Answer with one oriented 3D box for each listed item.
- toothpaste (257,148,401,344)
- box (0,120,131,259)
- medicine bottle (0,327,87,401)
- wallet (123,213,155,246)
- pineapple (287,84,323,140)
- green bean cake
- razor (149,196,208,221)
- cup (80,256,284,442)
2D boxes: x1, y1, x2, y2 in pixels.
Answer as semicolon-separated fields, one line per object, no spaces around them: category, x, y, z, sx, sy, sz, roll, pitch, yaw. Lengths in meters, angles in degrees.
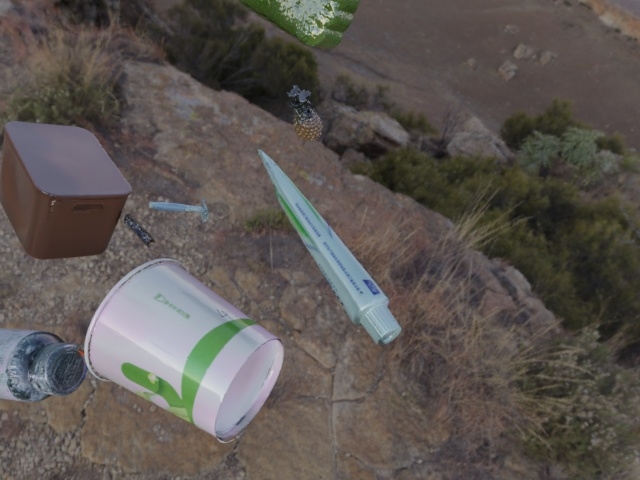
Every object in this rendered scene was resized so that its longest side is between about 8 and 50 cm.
toothpaste;0.000;0.000;0.631;0.048;0.075;0.297;-31;58;-7
box;-0.719;-0.135;1.433;0.239;0.229;0.339;-5;43;-48
medicine bottle;-0.623;0.253;1.067;0.293;0.141;0.141;-2;31;23
wallet;-0.553;-0.034;1.579;0.031;0.198;0.110;-44;108;-12
pineapple;-0.028;-0.232;0.926;0.058;0.124;0.058;-3;63;5
green bean cake;-0.035;-0.536;1.058;0.248;0.222;0.125;34;29;15
razor;-0.344;-0.081;1.260;0.135;0.040;0.068;4;26;-24
cup;-0.223;0.195;0.914;0.274;0.253;0.253;25;35;20
